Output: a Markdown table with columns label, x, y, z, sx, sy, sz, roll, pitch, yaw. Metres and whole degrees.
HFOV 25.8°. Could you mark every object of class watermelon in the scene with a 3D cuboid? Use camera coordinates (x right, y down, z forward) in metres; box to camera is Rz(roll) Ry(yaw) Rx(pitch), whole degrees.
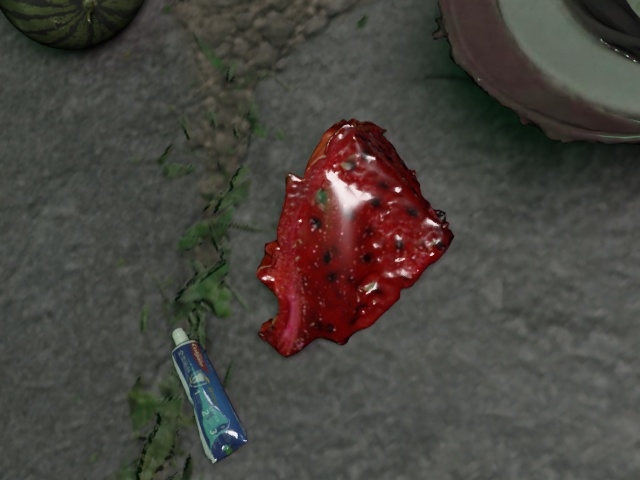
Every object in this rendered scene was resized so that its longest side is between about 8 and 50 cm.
| label | x | y | z | sx | sy | sz | roll | pitch | yaw |
| --- | --- | --- | --- | --- | --- | --- | --- | --- | --- |
| watermelon | -0.158 | -0.169 | 0.884 | 0.105 | 0.105 | 0.133 | -41 | 43 | 13 |

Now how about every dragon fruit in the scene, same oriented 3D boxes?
| label | x | y | z | sx | sy | sz | roll | pitch | yaw |
| --- | --- | --- | --- | --- | --- | --- | --- | --- | --- |
| dragon fruit | -0.001 | -0.001 | 0.781 | 0.131 | 0.063 | 0.097 | -45 | 60 | 11 |

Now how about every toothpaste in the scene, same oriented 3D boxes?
| label | x | y | z | sx | sy | sz | roll | pitch | yaw |
| --- | --- | --- | --- | --- | --- | --- | --- | --- | --- |
| toothpaste | -0.069 | 0.089 | 0.821 | 0.027 | 0.019 | 0.083 | -27 | 68 | 1 |

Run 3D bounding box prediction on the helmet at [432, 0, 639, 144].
| label | x | y | z | sx | sy | sz | roll | pitch | yaw |
| --- | --- | --- | --- | --- | --- | --- | --- | --- | --- |
| helmet | 0.216 | -0.147 | 0.638 | 0.305 | 0.177 | 0.225 | -36 | 57 | 24 |
